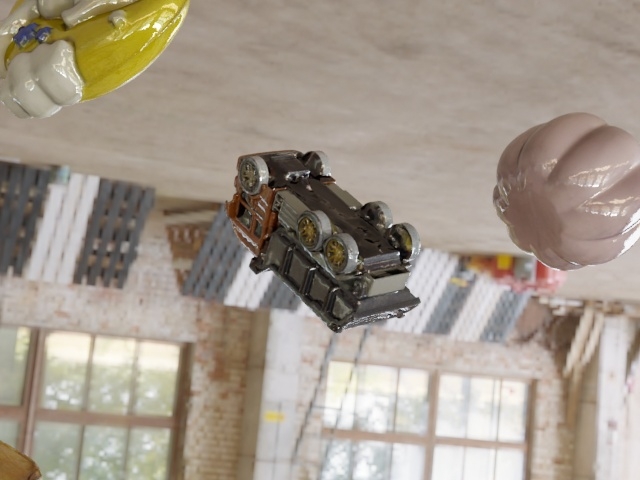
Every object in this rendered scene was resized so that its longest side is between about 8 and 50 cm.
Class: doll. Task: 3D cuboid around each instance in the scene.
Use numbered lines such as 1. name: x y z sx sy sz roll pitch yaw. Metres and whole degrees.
1. doll: -0.224 -0.232 1.070 0.252 0.237 0.111 -34 130 11

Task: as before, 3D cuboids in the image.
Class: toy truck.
1. toy truck: 0.000 0.000 0.918 0.083 0.092 0.192 -10 -141 -38

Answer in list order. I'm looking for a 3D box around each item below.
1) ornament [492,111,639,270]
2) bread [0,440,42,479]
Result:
1. ornament: 0.289 -0.058 1.228 0.177 0.177 0.177 5 172 1
2. bread: -0.646 0.439 1.993 0.253 0.142 0.227 29 -179 4
